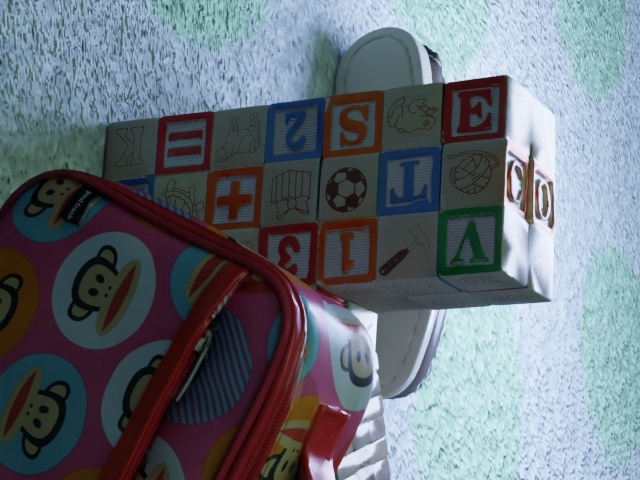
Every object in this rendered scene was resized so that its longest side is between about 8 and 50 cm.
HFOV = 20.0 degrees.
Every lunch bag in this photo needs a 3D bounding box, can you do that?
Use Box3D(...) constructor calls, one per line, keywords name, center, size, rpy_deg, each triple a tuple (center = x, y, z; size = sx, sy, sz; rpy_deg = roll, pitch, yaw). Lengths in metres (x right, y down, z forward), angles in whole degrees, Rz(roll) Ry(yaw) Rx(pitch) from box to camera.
Box3D(name="lunch bag", center=(-0.106, 0.131, 0.944), size=(0.120, 0.258, 0.293), rpy_deg=(30, 86, -57))

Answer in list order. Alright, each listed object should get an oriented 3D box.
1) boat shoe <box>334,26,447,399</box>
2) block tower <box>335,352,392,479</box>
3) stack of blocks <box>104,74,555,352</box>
Box3D(name="boat shoe", center=(0.070, -0.016, 1.527), size=(0.097, 0.117, 0.324), rpy_deg=(30, 54, -54))
Box3D(name="block tower", center=(-0.017, 0.076, 1.370), size=(0.091, 0.097, 0.335), rpy_deg=(-16, 98, -62))
Box3D(name="stack of blocks", center=(0.000, 0.000, 1.192), size=(0.087, 0.297, 0.171), rpy_deg=(28, 61, -58))
